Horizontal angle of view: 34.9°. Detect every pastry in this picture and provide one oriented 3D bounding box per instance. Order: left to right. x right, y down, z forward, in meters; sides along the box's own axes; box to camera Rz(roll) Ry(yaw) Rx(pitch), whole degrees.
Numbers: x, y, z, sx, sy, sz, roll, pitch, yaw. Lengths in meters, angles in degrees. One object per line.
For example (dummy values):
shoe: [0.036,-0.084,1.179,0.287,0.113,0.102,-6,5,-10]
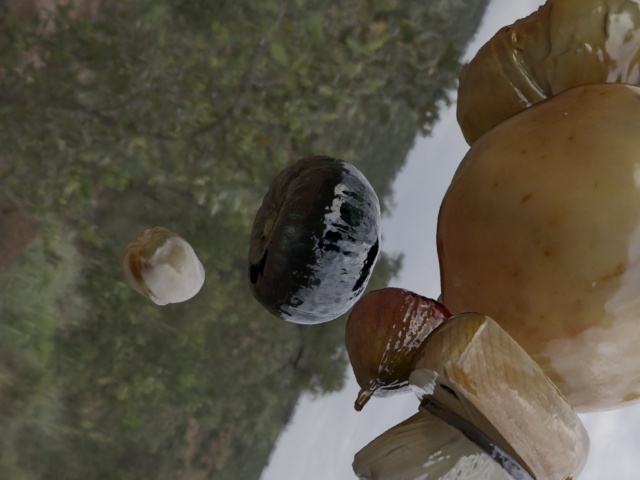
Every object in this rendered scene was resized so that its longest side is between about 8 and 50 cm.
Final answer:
pastry: [0.411,-0.244,1.609,0.409,0.245,0.409,-23,173,-3]

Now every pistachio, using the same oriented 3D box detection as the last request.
pistachio: [-0.303,0.054,1.963,0.144,0.143,0.215,-65,150,-10]

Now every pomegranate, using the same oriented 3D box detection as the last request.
pomegranate: [0.344,0.010,1.233,0.411,0.411,0.412,-155,-90,-89]

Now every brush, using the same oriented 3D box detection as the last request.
brush: [0.123,0.177,0.906,0.166,0.174,0.267,-47,143,-13]

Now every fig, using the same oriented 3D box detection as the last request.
fig: [0.066,0.105,1.041,0.153,0.119,0.119,-7,129,-50]

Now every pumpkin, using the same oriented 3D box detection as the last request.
pumpkin: [0.000,0.000,1.891,0.315,0.238,0.315,-165,-90,-75]

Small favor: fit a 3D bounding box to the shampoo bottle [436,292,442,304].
shampoo bottle: [0.389,0.177,2.053,0.322,0.322,0.317,116,-21,-54]
